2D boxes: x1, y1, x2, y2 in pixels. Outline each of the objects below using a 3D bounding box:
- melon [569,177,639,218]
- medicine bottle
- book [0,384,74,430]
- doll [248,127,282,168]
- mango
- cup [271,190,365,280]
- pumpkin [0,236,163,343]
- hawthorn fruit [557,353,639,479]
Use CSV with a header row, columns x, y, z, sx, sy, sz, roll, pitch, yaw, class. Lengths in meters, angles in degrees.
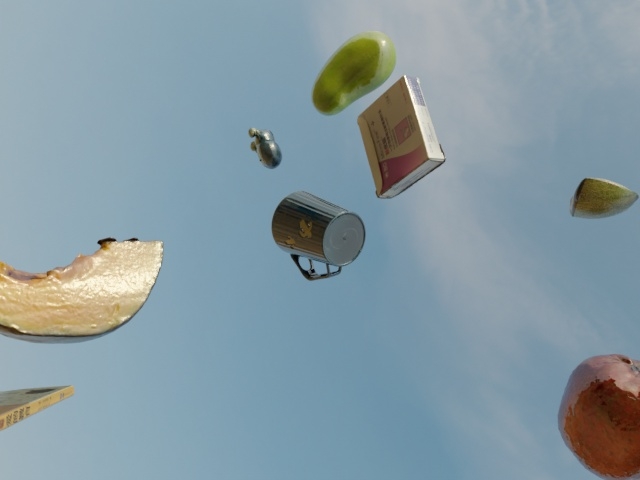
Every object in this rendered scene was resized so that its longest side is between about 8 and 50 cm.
x,y,z,sx,sy,sz,roll,pitch,yaw,class
0.574,-0.078,1.272,0.128,0.160,0.079,12,-88,25,melon
0.164,-0.212,1.305,0.171,0.052,0.201,-34,-117,48,medicine bottle
-0.269,0.129,0.454,0.172,0.118,0.012,105,-21,-86,book
-0.106,-0.180,1.209,0.076,0.050,0.083,81,-16,-66,doll
0.088,-0.462,1.739,0.293,0.143,0.175,-46,-132,-9,mango
0.000,0.000,1.230,0.155,0.131,0.177,19,-61,50,cup
-0.372,0.088,0.870,0.169,0.312,0.148,-35,-117,41,pumpkin
0.643,0.384,1.343,0.275,0.275,0.300,48,-51,29,hawthorn fruit
